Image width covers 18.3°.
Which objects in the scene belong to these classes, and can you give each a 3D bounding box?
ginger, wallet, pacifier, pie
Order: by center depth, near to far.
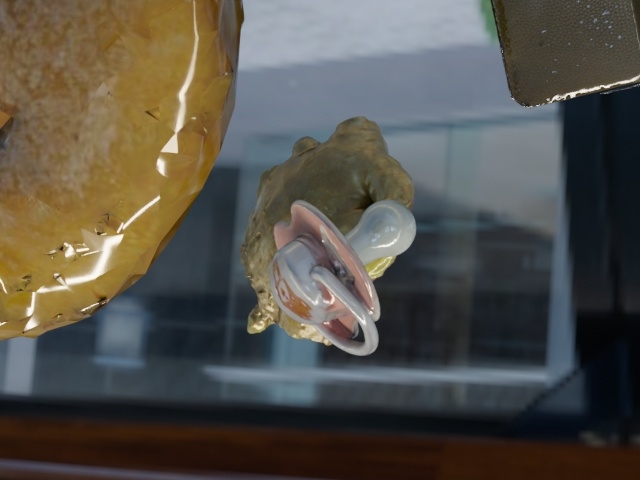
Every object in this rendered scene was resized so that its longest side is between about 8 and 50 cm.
[{"bbox_3d":[-0.143,-0.091,0.676,0.273,0.273,0.069,3,-171,12],"label":"pie"},{"bbox_3d":[0.017,0.011,0.984,0.078,0.081,0.099,-36,178,-20],"label":"pacifier"},{"bbox_3d":[0.161,-0.192,1.326,0.110,0.198,0.031,-14,-167,-4],"label":"wallet"},{"bbox_3d":[0.000,0.000,1.659,0.102,0.157,0.216,8,127,-44],"label":"ginger"}]
